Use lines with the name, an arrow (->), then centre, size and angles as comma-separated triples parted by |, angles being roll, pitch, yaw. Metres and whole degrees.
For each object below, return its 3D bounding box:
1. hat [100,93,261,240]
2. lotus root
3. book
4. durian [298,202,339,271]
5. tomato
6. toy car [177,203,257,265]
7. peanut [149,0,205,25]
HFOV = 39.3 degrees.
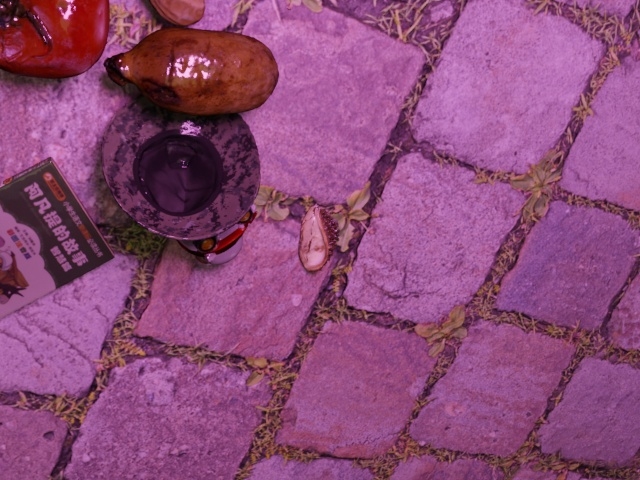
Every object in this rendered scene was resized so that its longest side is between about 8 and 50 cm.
hat -> -0.222, -0.094, 1.391 | 0.265, 0.266, 0.128 | 0, 152, -20
lotus root -> -0.187, -0.248, 1.324 | 0.260, 0.145, 0.129 | 1, 94, -22
book -> -0.491, 0.010, 1.419 | 0.264, 0.027, 0.202 | -28, 122, -4
durian -> 0.000, -0.004, 1.593 | 0.066, 0.052, 0.131 | 14, 113, 16
tomato -> -0.396, -0.317, 1.202 | 0.227, 0.101, 0.228 | 2, 110, 5
toy car -> -0.170, -0.013, 1.487 | 0.139, 0.112, 0.112 | -29, 138, -14
peanut -> -0.236, -0.387, 1.270 | 0.089, 0.089, 0.193 | -43, 122, 6
